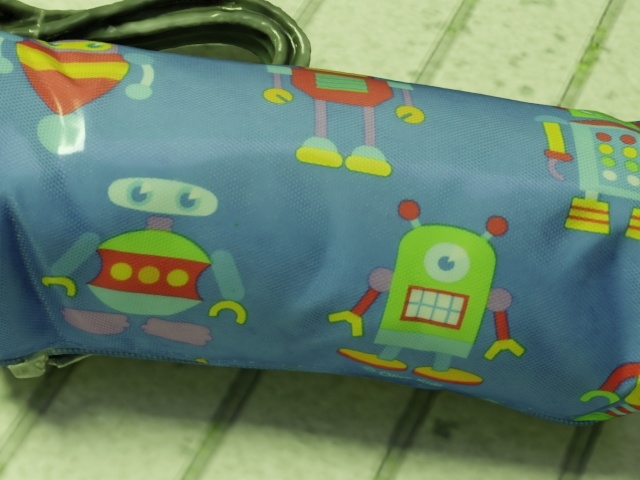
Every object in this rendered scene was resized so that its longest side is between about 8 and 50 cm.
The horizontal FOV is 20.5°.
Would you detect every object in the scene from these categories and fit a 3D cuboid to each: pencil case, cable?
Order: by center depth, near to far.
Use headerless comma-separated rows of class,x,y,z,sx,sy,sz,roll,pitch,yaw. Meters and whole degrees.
pencil case,0.000,0.000,0.693,0.306,0.133,0.119,6,12,-8
cable,-0.149,-0.100,0.779,0.287,0.072,0.139,16,53,1
